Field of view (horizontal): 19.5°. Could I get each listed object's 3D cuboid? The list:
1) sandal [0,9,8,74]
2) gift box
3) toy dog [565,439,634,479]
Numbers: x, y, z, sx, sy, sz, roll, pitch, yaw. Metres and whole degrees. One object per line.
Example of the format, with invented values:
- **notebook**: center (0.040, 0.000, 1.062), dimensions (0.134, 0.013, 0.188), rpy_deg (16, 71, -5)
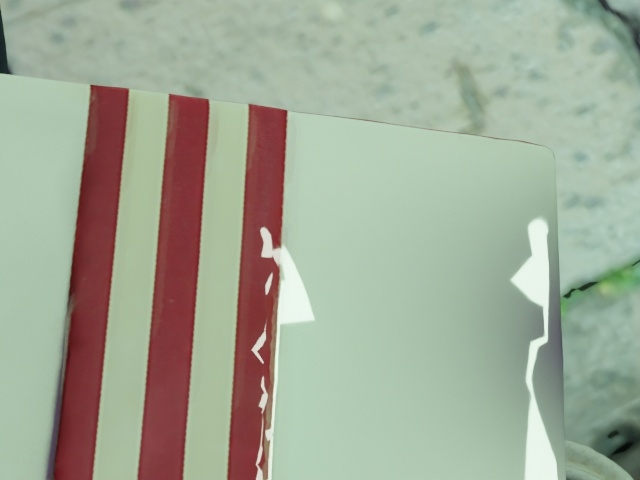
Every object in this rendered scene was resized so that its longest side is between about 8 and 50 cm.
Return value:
- **sandal**: center (-0.168, -0.146, 0.732), dimensions (0.097, 0.054, 0.254), rpy_deg (-13, 74, -14)
- **gift box**: center (-0.079, 0.122, 0.562), dimensions (0.276, 0.255, 0.258), rpy_deg (3, 62, -5)
- **toy dog**: center (0.217, 0.113, 0.652), dimensions (0.334, 0.161, 0.220), rpy_deg (-39, 61, 22)
